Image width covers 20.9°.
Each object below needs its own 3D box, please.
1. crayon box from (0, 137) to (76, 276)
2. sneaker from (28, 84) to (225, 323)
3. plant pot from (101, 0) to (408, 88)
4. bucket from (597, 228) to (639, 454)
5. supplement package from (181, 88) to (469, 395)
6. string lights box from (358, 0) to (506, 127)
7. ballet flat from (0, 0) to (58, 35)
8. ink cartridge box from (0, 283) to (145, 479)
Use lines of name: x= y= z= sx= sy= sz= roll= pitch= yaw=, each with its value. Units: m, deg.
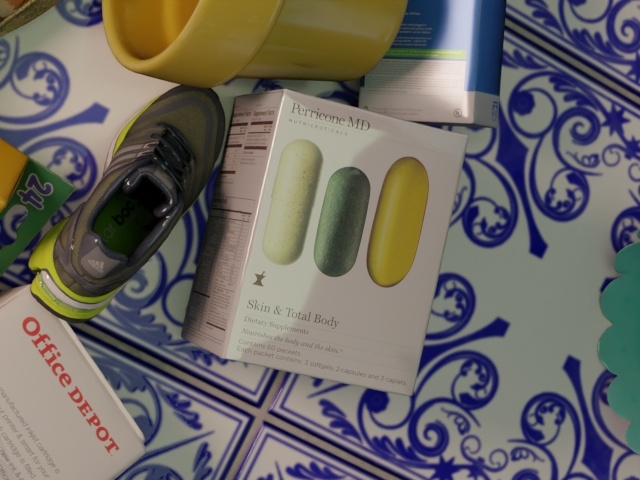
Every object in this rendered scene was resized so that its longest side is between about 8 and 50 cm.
crayon box: x=-0.420 y=-0.058 z=1.620 sx=0.323 sy=0.083 sz=0.203 roll=34 pitch=126 yaw=-16
sneaker: x=-0.164 y=-0.049 z=1.699 sx=0.111 sy=0.121 sz=0.300 roll=40 pitch=52 yaw=-16
plant pot: x=-0.054 y=-0.261 z=1.708 sx=0.239 sy=0.254 sz=0.254 roll=13 pitch=89 yaw=-33
bucket: x=0.443 y=0.111 z=1.854 sx=0.183 sy=0.281 sz=0.281 roll=-1 pitch=93 yaw=-22
supplement package: x=0.000 y=0.000 z=1.745 sx=0.199 sy=0.198 sz=0.262 roll=13 pitch=89 yaw=-16
string lights box: x=0.120 y=-0.250 z=1.798 sx=0.133 sy=0.077 sz=0.259 roll=5 pitch=92 yaw=27
ballet flat: x=-0.335 y=-0.245 z=1.677 sx=0.348 sy=0.123 sz=0.123 roll=-39 pitch=103 yaw=-12
ink cartridge box: x=-0.341 y=0.205 z=1.666 sx=0.283 sy=0.117 sz=0.207 roll=-38 pitch=103 yaw=-27
